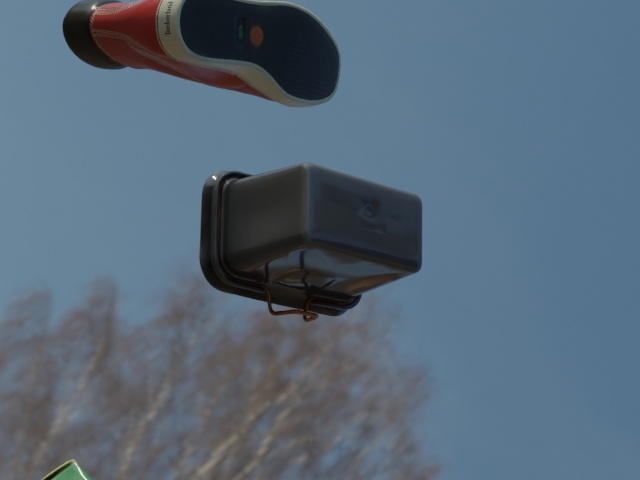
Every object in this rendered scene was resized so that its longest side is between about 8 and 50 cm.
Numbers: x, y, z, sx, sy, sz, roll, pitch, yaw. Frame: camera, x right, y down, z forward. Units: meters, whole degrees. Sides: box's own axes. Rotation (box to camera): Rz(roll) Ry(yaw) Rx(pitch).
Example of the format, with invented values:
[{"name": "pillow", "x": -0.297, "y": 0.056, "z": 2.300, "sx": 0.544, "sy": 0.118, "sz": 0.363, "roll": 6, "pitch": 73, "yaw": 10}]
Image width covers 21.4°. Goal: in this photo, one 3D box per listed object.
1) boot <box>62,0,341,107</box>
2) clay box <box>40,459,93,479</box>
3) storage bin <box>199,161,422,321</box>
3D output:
[{"name": "boot", "x": -0.110, "y": -0.177, "z": 1.551, "sx": 0.176, "sy": 0.244, "sz": 0.088, "roll": 2, "pitch": -97, "yaw": 40}, {"name": "clay box", "x": -0.020, "y": 0.149, "z": 0.443, "sx": 0.222, "sy": 0.053, "sz": 0.127, "roll": 43, "pitch": -16, "yaw": 34}, {"name": "storage bin", "x": 0.000, "y": 0.000, "z": 1.122, "sx": 0.091, "sy": 0.135, "sz": 0.098, "roll": -18, "pitch": -115, "yaw": 48}]
